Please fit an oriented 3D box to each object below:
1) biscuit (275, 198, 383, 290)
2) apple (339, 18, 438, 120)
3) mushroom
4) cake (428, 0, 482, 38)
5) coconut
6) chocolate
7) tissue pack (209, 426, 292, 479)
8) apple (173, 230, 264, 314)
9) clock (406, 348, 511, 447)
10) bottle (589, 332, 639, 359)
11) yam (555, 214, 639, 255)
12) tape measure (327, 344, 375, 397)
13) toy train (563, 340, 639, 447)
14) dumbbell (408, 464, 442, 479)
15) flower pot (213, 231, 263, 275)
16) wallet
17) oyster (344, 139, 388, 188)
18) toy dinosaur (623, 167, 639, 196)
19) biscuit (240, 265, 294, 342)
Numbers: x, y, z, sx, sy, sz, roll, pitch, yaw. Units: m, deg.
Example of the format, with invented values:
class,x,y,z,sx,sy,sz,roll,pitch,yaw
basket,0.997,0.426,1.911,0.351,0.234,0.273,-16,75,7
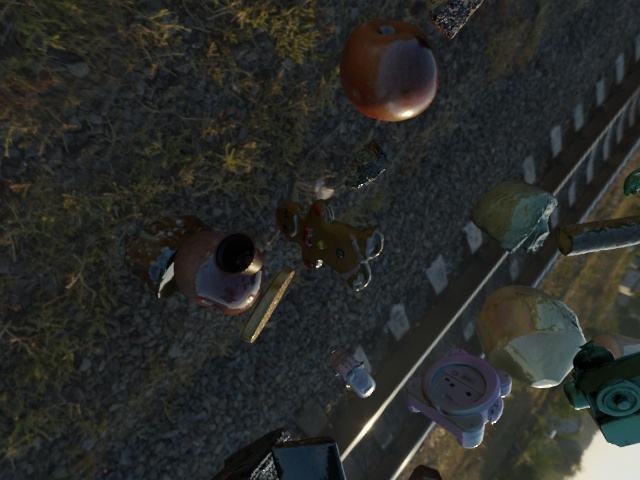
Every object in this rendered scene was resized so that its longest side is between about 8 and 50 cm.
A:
class,x,y,z,sx,sy,sz,roll,pitch,yaw
biscuit,-0.001,0.000,1.409,0.064,0.432,0.283,-31,143,-47
apple,0.233,-0.578,1.390,0.348,0.348,0.277,-34,143,-31
mushroom,0.523,-0.081,1.103,0.267,0.189,0.164,-2,124,-45
cake,0.471,-0.741,1.260,0.135,0.246,0.112,40,50,-39
coconut,0.728,0.334,1.429,0.353,0.353,0.352,-28,133,-35
chocolate,-0.572,0.032,1.515,0.225,0.210,0.340,100,17,-49
tissue pack,-0.217,0.647,1.105,0.245,0.123,0.332,-29,168,9
apple,-0.341,0.110,1.373,0.306,0.306,0.235,45,57,-52
clock,0.387,0.417,1.135,0.248,0.228,0.090,-29,124,-31
bottle,0.701,0.288,0.853,0.147,0.237,0.147,12,90,-82
yam,0.748,-0.024,0.980,0.357,0.081,0.081,-8,128,-3
tape measure,0.130,0.534,1.644,0.120,0.236,0.197,-41,96,-11
toy train,0.329,0.137,0.390,0.099,0.172,0.070,59,18,-15
dumbbell,0.270,0.480,0.725,0.082,0.231,0.092,94,15,-57
flower pot,-0.187,0.042,0.986,0.111,0.111,0.089,-56,155,-6
wallet,-0.002,0.628,0.980,0.044,0.171,0.321,-21,96,-71
oyster,0.134,-0.231,1.289,0.177,0.105,0.056,-35,176,38
toy dinosaur,0.740,-0.136,0.902,0.132,0.096,0.059,-47,147,-8
biscuit,-0.107,0.128,0.832,0.142,0.029,0.220,-64,177,39
